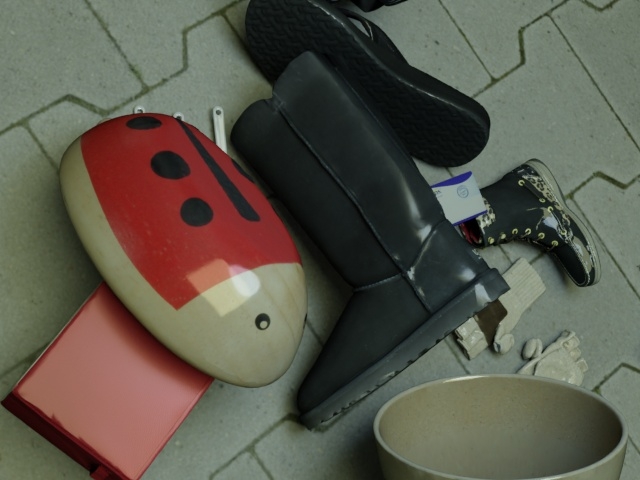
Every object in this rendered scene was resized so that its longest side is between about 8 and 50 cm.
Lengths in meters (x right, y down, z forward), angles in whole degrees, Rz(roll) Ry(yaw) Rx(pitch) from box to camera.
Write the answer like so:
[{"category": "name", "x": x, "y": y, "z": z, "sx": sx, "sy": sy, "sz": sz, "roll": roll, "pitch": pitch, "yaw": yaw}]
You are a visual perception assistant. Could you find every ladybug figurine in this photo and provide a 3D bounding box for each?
[{"category": "ladybug figurine", "x": -0.168, "y": -0.014, "z": 1.415, "sx": 0.449, "sy": 0.162, "sz": 0.305, "roll": 51, "pitch": 24, "yaw": 19}]

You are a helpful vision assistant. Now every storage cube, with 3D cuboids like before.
[{"category": "storage cube", "x": -0.278, "y": 0.191, "z": 1.411, "sx": 0.193, "sy": 0.184, "sz": 0.215, "roll": 39, "pitch": 67, "yaw": -8}]

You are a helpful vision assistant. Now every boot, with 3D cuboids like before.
[{"category": "boot", "x": 0.002, "y": -0.001, "z": 1.570, "sx": 0.367, "sy": 0.146, "sz": 0.445, "roll": -39, "pitch": 81, "yaw": 13}, {"category": "boot", "x": 0.337, "y": -0.005, "z": 1.760, "sx": 0.179, "sy": 0.085, "sz": 0.236, "roll": -22, "pitch": 76, "yaw": -24}]

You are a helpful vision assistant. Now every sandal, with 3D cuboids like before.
[{"category": "sandal", "x": 0.071, "y": -0.264, "z": 1.695, "sx": 0.446, "sy": 0.167, "sz": 0.107, "roll": 30, "pitch": 43, "yaw": -21}]

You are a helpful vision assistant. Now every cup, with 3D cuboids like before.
[{"category": "cup", "x": 0.241, "y": 0.349, "z": 1.445, "sx": 0.331, "sy": 0.331, "sz": 0.236, "roll": -11, "pitch": 108, "yaw": -24}]

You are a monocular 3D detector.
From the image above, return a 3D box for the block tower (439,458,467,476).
[{"category": "block tower", "x": 0.160, "y": 0.449, "z": 1.583, "sx": 0.097, "sy": 0.091, "sz": 0.335, "roll": 6, "pitch": 75, "yaw": -20}]

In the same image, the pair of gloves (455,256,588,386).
[{"category": "pair of gloves", "x": 0.328, "y": 0.170, "z": 1.743, "sx": 0.204, "sy": 0.042, "sz": 0.240, "roll": -30, "pitch": 91, "yaw": -25}]

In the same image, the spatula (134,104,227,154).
[{"category": "spatula", "x": -0.199, "y": -0.085, "z": 1.600, "sx": 0.168, "sy": 0.019, "sz": 0.242, "roll": -3, "pitch": 78, "yaw": -17}]

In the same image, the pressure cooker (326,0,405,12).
[{"category": "pressure cooker", "x": 0.055, "y": -0.562, "z": 1.582, "sx": 0.420, "sy": 0.370, "sz": 0.375, "roll": 43, "pitch": 89, "yaw": 12}]

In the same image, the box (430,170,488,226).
[{"category": "box", "x": 0.167, "y": -0.043, "z": 1.671, "sx": 0.126, "sy": 0.137, "sz": 0.072, "roll": -21, "pitch": 87, "yaw": -25}]
